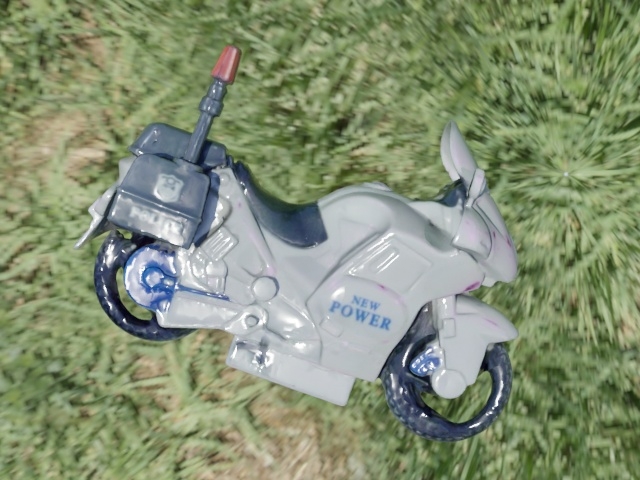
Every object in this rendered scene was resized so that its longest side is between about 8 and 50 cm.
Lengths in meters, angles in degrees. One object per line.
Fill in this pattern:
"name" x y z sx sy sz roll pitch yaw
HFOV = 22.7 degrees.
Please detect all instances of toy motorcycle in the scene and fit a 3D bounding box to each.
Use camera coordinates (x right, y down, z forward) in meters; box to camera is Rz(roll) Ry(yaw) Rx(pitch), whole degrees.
"toy motorcycle" 0.000 0.000 0.764 0.221 0.102 0.150 19 93 -1
